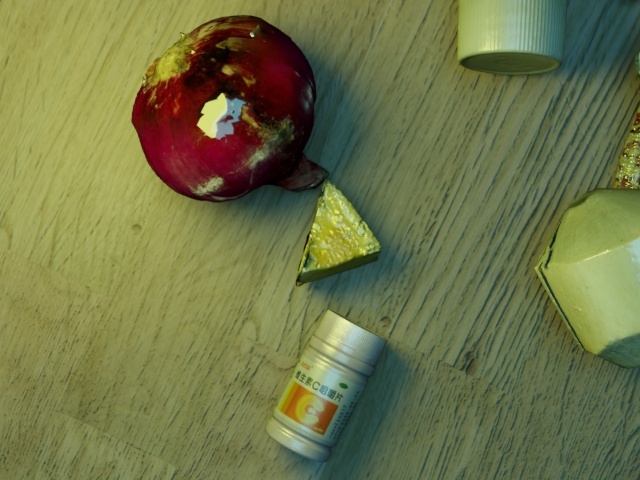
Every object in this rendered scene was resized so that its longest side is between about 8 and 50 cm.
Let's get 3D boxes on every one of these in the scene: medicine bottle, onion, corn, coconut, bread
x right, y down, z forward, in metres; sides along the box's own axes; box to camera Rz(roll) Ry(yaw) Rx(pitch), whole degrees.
[{"bbox_3d":[0.346,-0.503,1.799,0.224,0.224,0.384,4,88,2],"label":"medicine bottle"},{"bbox_3d":[-0.126,-0.198,1.785,0.385,0.348,0.347,40,89,-32],"label":"onion"},{"bbox_3d":[0.011,0.261,1.823,0.133,0.133,0.249,29,88,2],"label":"medicine bottle"},{"bbox_3d":[0.602,-0.181,1.857,0.079,0.079,0.237,19,85,2],"label":"corn"},{"bbox_3d":[0.534,0.049,1.742,0.323,0.323,0.323,0,88,1],"label":"coconut"},{"bbox_3d":[0.000,0.000,1.829,0.160,0.140,0.169,-34,83,-11],"label":"bread"}]

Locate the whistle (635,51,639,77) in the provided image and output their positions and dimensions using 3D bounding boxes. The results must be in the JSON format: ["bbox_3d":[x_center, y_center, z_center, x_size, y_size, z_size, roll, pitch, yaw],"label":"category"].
[{"bbox_3d":[0.653,-0.247,1.747,0.168,0.188,0.404,27,80,-30],"label":"whistle"}]
